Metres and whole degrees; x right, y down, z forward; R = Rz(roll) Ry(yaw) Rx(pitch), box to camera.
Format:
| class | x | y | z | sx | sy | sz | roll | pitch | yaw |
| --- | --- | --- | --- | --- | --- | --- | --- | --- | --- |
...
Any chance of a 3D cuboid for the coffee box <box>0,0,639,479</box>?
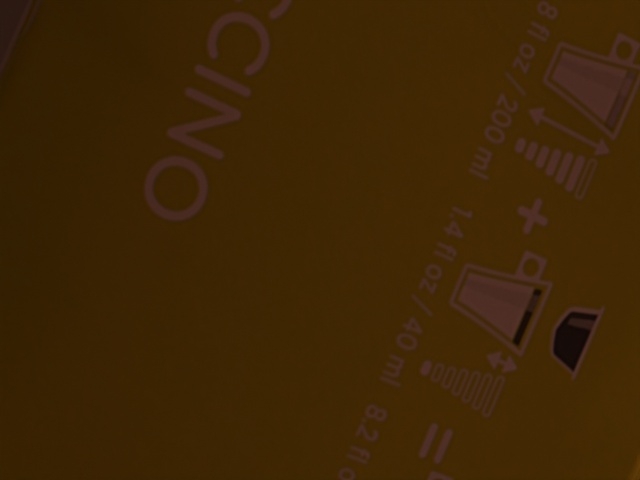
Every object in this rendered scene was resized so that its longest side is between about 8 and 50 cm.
| class | x | y | z | sx | sy | sz | roll | pitch | yaw |
| --- | --- | --- | --- | --- | --- | --- | --- | --- | --- |
| coffee box | 0.000 | 0.000 | 0.540 | 0.338 | 0.337 | 0.334 | 25 | -2 | -24 |
